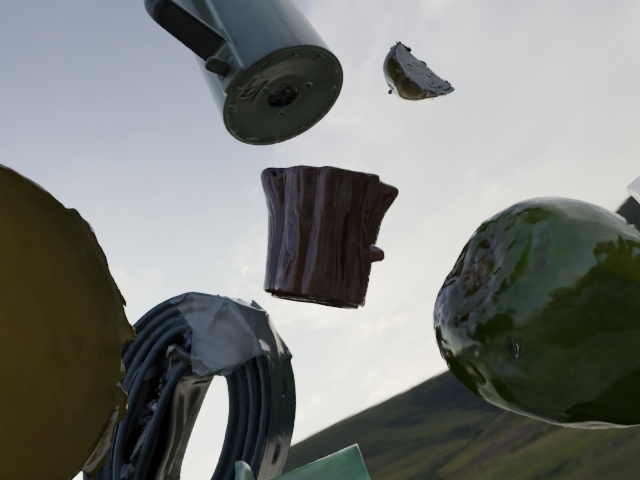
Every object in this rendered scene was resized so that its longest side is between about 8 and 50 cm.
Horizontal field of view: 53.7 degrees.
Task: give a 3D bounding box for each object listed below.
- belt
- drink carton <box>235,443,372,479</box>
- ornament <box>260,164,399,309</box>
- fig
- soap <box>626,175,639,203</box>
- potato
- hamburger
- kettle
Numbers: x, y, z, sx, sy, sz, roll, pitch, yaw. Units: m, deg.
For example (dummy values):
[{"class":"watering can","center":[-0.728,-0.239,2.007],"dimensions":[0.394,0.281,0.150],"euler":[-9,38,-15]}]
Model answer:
[{"class":"belt","center":[-0.205,0.299,1.032],"dimensions":[0.173,0.300,0.436],"euler":[23,-98,-74]},{"class":"drink carton","center":[0.000,0.304,0.682],"dimensions":[0.142,0.146,0.144],"euler":[-21,-68,-4]},{"class":"ornament","center":[0.000,0.000,1.084],"dimensions":[0.235,0.217,0.221],"euler":[9,-7,-4]},{"class":"fig","center":[0.203,0.063,0.464],"dimensions":[0.167,0.234,0.167],"euler":[-54,-23,-36]},{"class":"soap","center":[0.543,-0.026,0.905],"dimensions":[0.081,0.181,0.259],"euler":[-42,-7,21]},{"class":"potato","center":[0.194,-0.328,1.352],"dimensions":[0.172,0.100,0.089],"euler":[32,-42,-23]},{"class":"hamburger","center":[-0.242,0.064,0.394],"dimensions":[0.149,0.237,0.237],"euler":[-15,-20,20]},{"class":"kettle","center":[-0.183,-0.413,1.245],"dimensions":[0.361,0.376,0.250],"euler":[2,-39,-45]}]
